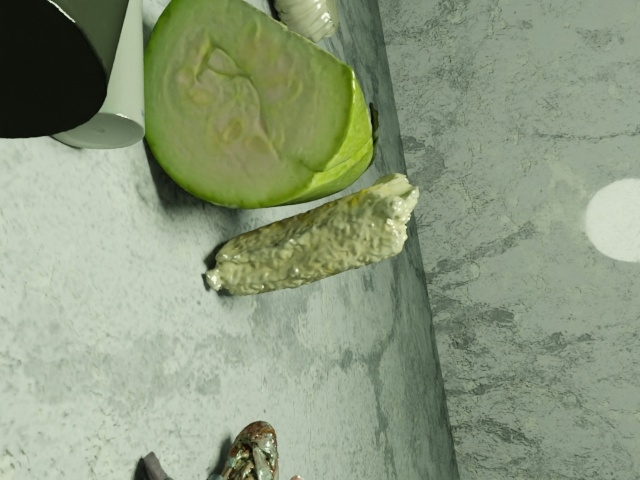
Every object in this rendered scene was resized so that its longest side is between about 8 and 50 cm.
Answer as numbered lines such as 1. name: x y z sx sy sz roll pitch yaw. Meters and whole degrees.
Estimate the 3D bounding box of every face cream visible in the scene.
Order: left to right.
1. face cream: -0.192 -0.207 0.562 0.077 0.077 0.250 35 48 -67

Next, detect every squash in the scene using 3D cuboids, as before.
1. squash: -0.039 -0.143 0.777 0.210 0.233 0.309 -61 167 18

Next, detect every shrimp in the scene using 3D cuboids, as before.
1. shrimp: -0.077 0.272 0.664 0.074 0.073 0.190 36 40 -19

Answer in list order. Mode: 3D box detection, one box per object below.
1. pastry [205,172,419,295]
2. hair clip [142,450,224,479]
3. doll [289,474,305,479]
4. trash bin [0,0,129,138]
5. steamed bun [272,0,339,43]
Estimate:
1. pastry: -0.002 -0.002 0.781 0.121 0.258 0.089 -88 159 -65
2. hair clip: -0.091 0.246 0.538 0.146 0.056 0.187 65 -13 -10
3. doll: -0.022 0.372 0.736 0.110 0.107 0.181 46 25 -26
4. trash bin: -0.185 -0.245 0.380 0.214 0.214 0.334 44 43 -63
5. steamed bun: -0.033 -0.443 1.197 0.183 0.106 0.183 -8 90 -77
